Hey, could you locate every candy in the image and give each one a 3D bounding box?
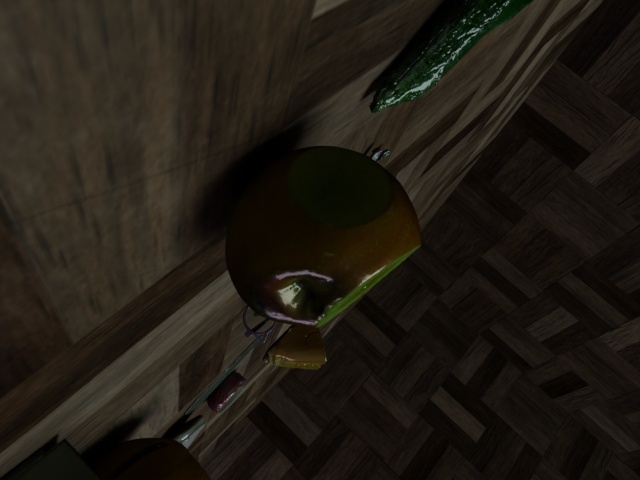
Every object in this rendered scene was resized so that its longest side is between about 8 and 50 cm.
[{"bbox_3d":[-0.218,0.353,1.227,0.103,0.043,0.103,-48,170,-12],"label":"candy"}]

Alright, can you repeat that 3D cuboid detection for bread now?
[{"bbox_3d":[-0.073,0.278,1.511,0.140,0.169,0.159,114,-20,-61],"label":"bread"}]

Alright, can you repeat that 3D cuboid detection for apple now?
[{"bbox_3d":[-0.002,0.004,0.468,0.147,0.163,0.146,-58,172,-44],"label":"apple"}]

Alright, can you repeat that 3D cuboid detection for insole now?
[{"bbox_3d":[-0.208,0.294,1.154,0.232,0.003,0.080,-45,169,-13],"label":"insole"}]

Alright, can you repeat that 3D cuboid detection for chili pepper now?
[{"bbox_3d":[0.134,-0.214,0.550,0.227,0.059,0.088,-43,165,-1],"label":"chili pepper"}]

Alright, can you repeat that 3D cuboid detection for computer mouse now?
[{"bbox_3d":[-0.322,0.454,1.173,0.102,0.045,0.199,-33,162,-51],"label":"computer mouse"}]

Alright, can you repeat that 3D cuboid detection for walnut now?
[{"bbox_3d":[-0.298,0.410,0.717,0.336,0.209,0.209,-26,157,-44],"label":"walnut"}]

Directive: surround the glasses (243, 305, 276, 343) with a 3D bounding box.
[{"bbox_3d":[-0.073,0.115,0.886,0.140,0.062,0.103,-44,170,-15],"label":"glasses"}]

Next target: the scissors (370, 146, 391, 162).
[{"bbox_3d":[0.034,-0.062,0.772,0.187,0.020,0.134,-50,165,19],"label":"scissors"}]

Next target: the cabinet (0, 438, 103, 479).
[{"bbox_3d":[-0.308,0.340,0.527,0.206,0.150,0.145,-38,160,-44],"label":"cabinet"}]
